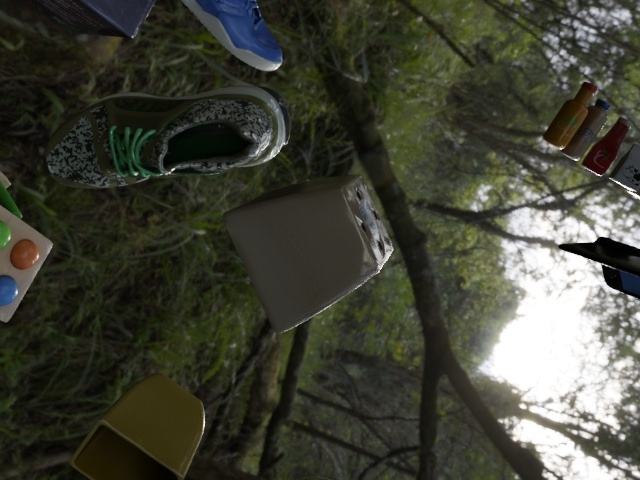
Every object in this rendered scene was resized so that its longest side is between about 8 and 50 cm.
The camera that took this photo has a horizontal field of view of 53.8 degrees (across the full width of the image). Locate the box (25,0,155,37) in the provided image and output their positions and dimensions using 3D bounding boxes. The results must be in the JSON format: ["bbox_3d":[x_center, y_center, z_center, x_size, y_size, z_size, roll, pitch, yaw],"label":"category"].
[{"bbox_3d":[-0.218,-0.285,0.448,0.142,0.247,0.163,24,-96,46],"label":"box"}]

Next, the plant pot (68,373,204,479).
[{"bbox_3d":[-0.147,0.164,0.540,0.081,0.081,0.083,-50,-173,35],"label":"plant pot"}]

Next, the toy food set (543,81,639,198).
[{"bbox_3d":[0.477,-0.147,0.993,0.104,0.232,0.111,-60,171,13],"label":"toy food set"}]

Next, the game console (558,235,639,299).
[{"bbox_3d":[0.328,0.044,0.665,0.071,0.107,0.122,-35,-149,-16],"label":"game console"}]

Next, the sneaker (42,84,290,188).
[{"bbox_3d":[-0.258,-0.154,0.986,0.182,0.410,0.158,-80,158,-69],"label":"sneaker"}]

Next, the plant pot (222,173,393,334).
[{"bbox_3d":[0.000,0.000,0.535,0.096,0.109,0.109,-20,-172,21],"label":"plant pot"}]

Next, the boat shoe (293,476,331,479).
[{"bbox_3d":[-0.100,0.382,0.564,0.500,0.156,0.187,-53,168,28],"label":"boat shoe"}]

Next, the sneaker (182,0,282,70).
[{"bbox_3d":[-0.075,-0.232,0.579,0.084,0.152,0.058,-38,-160,27],"label":"sneaker"}]

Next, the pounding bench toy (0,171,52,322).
[{"bbox_3d":[-0.190,-0.006,0.356,0.083,0.065,0.052,-68,152,-20],"label":"pounding bench toy"}]
